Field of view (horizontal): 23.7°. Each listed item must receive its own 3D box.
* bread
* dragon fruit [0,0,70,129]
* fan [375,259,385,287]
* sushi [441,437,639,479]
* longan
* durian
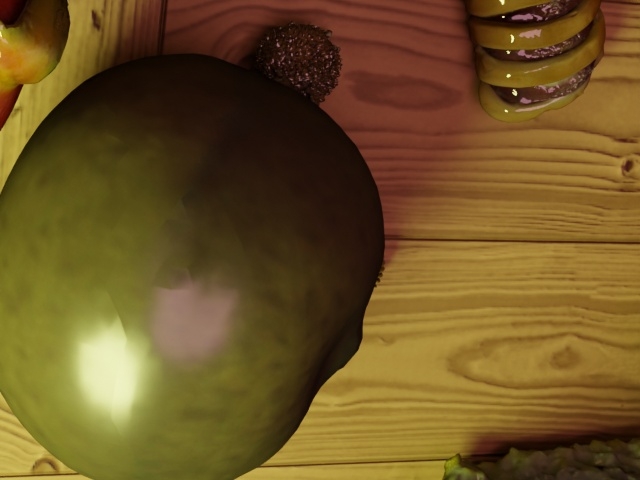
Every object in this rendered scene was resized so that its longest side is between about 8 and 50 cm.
[{"bbox_3d":[0.198,-0.224,1.400,0.134,0.081,0.225,-20,116,-12],"label":"bread"},{"bbox_3d":[-0.314,-0.217,1.110,0.305,0.305,0.226,34,91,-28],"label":"dragon fruit"},{"bbox_3d":[0.000,0.000,1.447,0.082,0.039,0.155,-42,118,1],"label":"fan"},{"bbox_3d":[0.262,0.383,1.508,0.351,0.396,0.240,0,115,-13],"label":"sushi"},{"bbox_3d":[-0.115,0.031,1.268,0.361,0.361,0.361,-7,114,-17],"label":"longan"},{"bbox_3d":[-0.018,-0.160,1.359,0.080,0.080,0.091,50,61,-29],"label":"durian"}]
